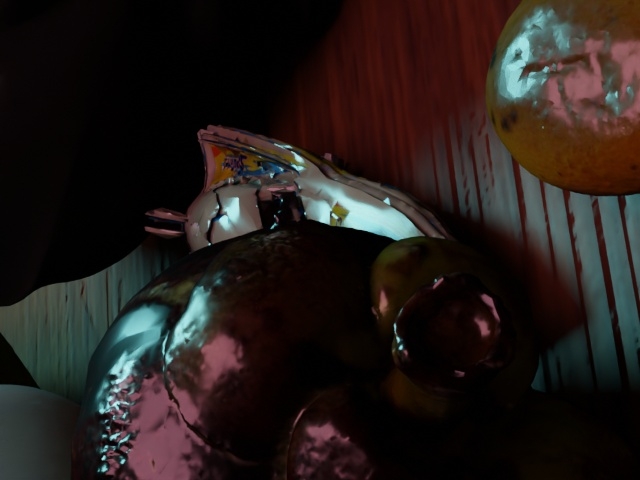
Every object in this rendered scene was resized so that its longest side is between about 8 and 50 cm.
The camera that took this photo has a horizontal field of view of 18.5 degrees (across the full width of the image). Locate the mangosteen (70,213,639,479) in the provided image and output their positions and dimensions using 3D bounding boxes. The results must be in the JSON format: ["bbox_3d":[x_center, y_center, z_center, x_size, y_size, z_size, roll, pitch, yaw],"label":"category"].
[{"bbox_3d":[0.009,0.076,0.632,0.184,0.172,0.173,7,85,40],"label":"mangosteen"}]

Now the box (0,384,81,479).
[{"bbox_3d":[-0.174,0.239,0.775,0.349,0.141,0.289,-62,14,8],"label":"box"}]

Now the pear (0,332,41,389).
[{"bbox_3d":[-0.275,0.142,1.013,0.318,0.238,0.342,-34,36,34],"label":"pear"}]

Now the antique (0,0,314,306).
[{"bbox_3d":[-0.123,-0.123,0.937,0.255,0.185,0.322,-121,46,-60],"label":"antique"}]

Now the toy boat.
[{"bbox_3d":[0.000,0.000,0.773,0.210,0.066,0.084,8,88,61],"label":"toy boat"}]

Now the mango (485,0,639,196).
[{"bbox_3d":[0.098,-0.053,0.626,0.114,0.057,0.079,0,75,53],"label":"mango"}]
